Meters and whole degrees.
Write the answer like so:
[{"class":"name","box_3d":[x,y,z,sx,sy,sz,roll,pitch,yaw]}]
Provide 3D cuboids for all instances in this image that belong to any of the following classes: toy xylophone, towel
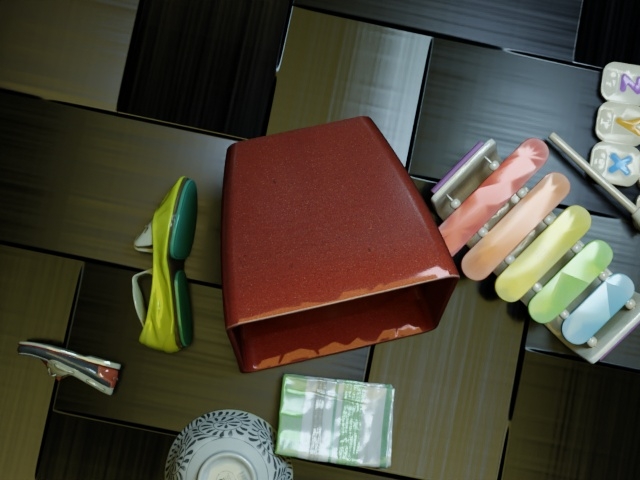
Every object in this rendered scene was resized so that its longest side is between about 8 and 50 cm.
[{"class":"toy xylophone","box_3d":[0.303,-0.009,1.414,0.322,0.081,0.236,37,89,1]},{"class":"towel","box_3d":[0.021,0.233,1.392,0.152,0.023,0.113,8,64,-6]}]

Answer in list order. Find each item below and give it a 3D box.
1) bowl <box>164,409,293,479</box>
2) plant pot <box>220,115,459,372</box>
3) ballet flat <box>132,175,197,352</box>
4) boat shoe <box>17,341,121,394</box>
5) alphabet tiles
[{"class":"bowl","box_3d":[-0.118,0.305,1.371,0.170,0.080,0.170,0,86,-3]},{"class":"plant pot","box_3d":[0.000,0.000,1.330,0.267,0.267,0.236,-12,72,-4]},{"class":"ballet flat","box_3d":[-0.207,0.030,1.398,0.077,0.077,0.231,0,86,13]},{"class":"boat shoe","box_3d":[-0.329,0.163,1.390,0.137,0.049,0.043,17,86,-6]},{"class":"alphabet tiles","box_3d":[0.514,-0.142,1.476,0.278,0.021,0.284,9,84,0]}]
